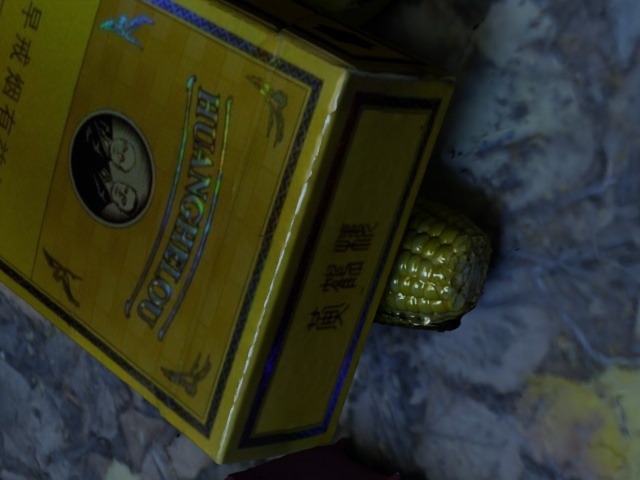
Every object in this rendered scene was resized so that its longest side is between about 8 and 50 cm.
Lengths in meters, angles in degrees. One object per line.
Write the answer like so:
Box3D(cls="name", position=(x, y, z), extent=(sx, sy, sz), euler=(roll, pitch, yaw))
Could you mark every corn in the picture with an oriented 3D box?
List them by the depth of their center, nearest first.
Box3D(cls="corn", position=(0.000, 0.000, 0.722), extent=(0.203, 0.072, 0.072), euler=(13, 110, 40))

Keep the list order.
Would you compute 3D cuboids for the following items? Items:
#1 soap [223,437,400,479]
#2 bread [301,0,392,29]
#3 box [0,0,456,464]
Box3D(cls="soap", position=(0.041, 0.264, 0.716), extent=(0.324, 0.127, 0.220), euler=(54, 134, 17))
Box3D(cls="bread", position=(-0.036, -0.119, 0.736), extent=(0.226, 0.049, 0.088), euler=(-38, 74, 42))
Box3D(cls="box", position=(-0.093, -0.049, 0.699), extent=(0.301, 0.084, 0.192), euler=(32, 114, 36))
